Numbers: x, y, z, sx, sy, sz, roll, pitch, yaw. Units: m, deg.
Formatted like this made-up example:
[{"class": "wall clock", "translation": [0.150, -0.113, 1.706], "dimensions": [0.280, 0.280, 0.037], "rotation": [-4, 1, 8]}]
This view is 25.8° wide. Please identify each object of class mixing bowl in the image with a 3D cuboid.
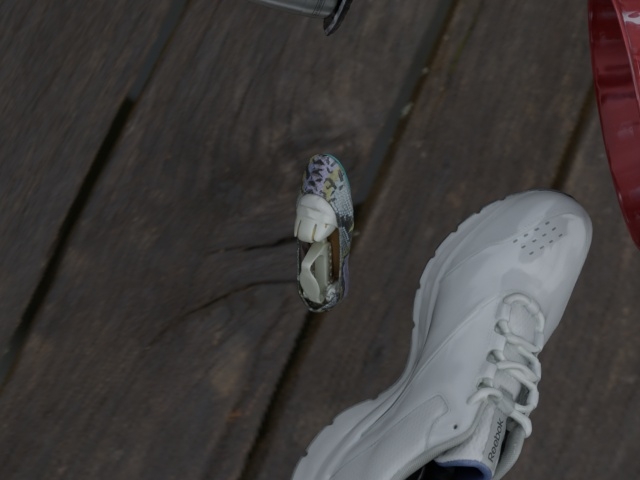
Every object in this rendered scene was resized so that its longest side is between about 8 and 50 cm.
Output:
[{"class": "mixing bowl", "translation": [0.234, -0.089, 0.880], "dimensions": [0.098, 0.181, 0.181], "rotation": [-10, 83, 6]}]

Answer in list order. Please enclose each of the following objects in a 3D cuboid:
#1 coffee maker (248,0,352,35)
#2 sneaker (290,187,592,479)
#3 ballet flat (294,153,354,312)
[{"class": "coffee maker", "translation": [-0.063, -0.227, 0.912], "dimensions": [0.178, 0.120, 0.171], "rotation": [10, 42, -11]}, {"class": "sneaker", "translation": [0.104, 0.100, 0.931], "dimensions": [0.111, 0.129, 0.297], "rotation": [34, 83, -25]}, {"class": "ballet flat", "translation": [0.000, 0.000, 0.918], "dimensions": [0.041, 0.041, 0.114], "rotation": [-18, 124, -25]}]
